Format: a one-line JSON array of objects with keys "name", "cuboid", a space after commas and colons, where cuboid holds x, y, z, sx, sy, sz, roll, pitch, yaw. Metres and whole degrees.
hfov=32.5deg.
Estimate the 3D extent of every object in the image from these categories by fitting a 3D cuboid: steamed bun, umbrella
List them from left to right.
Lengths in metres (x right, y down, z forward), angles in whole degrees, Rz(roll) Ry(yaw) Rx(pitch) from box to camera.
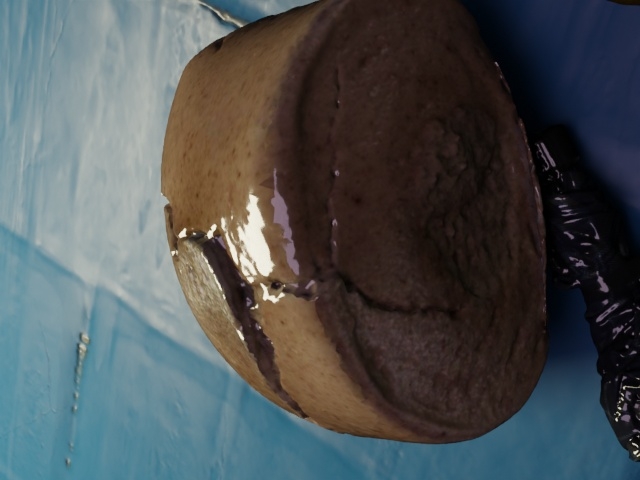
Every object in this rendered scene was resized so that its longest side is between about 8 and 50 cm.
[{"name": "steamed bun", "cuboid": [0.000, 0.000, 0.722, 0.251, 0.199, 0.301, -4, 105, 51]}, {"name": "umbrella", "cuboid": [0.188, 0.030, 0.700, 0.080, 0.071, 0.224, -25, 87, 11]}]

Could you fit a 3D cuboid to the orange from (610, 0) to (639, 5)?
[{"name": "orange", "cuboid": [0.178, -0.172, 0.609, 0.095, 0.085, 0.085, 31, 125, 20]}]
